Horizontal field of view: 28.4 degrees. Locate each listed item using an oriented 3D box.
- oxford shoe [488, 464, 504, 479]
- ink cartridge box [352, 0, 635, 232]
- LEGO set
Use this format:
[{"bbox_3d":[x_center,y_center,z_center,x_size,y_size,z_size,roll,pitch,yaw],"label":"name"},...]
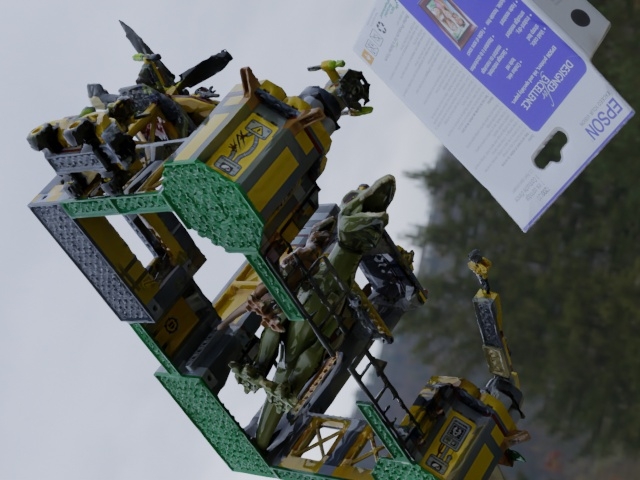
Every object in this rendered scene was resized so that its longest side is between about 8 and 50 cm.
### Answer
[{"bbox_3d":[0.119,0.284,0.967,0.123,0.130,0.348,-43,18,27],"label":"oxford shoe"},{"bbox_3d":[0.127,-0.129,0.934,0.045,0.208,0.206,-38,-9,-24],"label":"ink cartridge box"},{"bbox_3d":[0.000,0.000,0.764,0.331,0.255,0.192,51,-124,-21],"label":"LEGO set"}]
